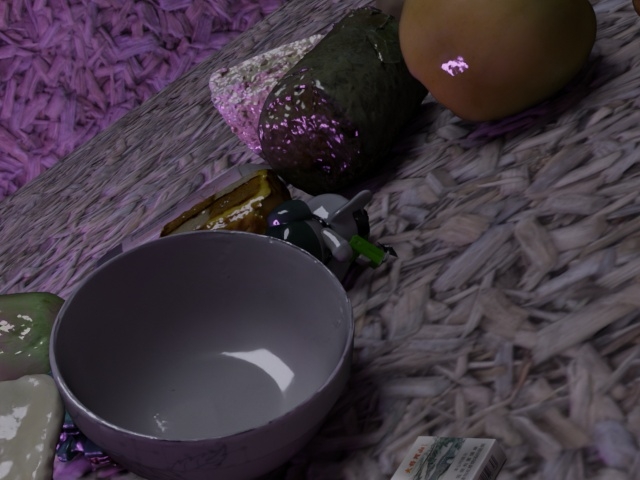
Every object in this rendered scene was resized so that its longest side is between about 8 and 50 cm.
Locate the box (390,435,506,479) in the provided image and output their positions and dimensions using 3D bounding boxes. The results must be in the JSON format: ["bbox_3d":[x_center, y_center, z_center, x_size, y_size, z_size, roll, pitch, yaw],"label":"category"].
[{"bbox_3d":[0.103,0.186,0.838,0.083,0.024,0.054,-10,33,46],"label":"box"}]

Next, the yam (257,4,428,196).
[{"bbox_3d":[0.042,-0.211,1.546,0.195,0.195,0.300,-16,27,38],"label":"yam"}]

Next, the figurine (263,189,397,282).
[{"bbox_3d":[0.000,0.000,1.260,0.147,0.126,0.192,-27,3,42],"label":"figurine"}]

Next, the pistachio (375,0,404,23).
[{"bbox_3d":[0.224,-0.478,1.878,0.226,0.207,0.332,7,-34,-46],"label":"pistachio"}]

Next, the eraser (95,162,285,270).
[{"bbox_3d":[-0.217,-0.031,1.714,0.352,0.061,0.089,-33,22,1],"label":"eraser"}]

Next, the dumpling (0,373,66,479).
[{"bbox_3d":[-0.369,0.320,0.962,0.395,0.233,0.315,-49,22,21],"label":"dumpling"}]

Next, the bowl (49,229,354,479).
[{"bbox_3d":[-0.109,0.131,1.014,0.287,0.143,0.287,-2,40,2],"label":"bowl"}]

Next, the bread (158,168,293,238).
[{"bbox_3d":[-0.141,-0.012,1.522,0.222,0.096,0.181,-29,19,11],"label":"bread"}]

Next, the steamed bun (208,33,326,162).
[{"bbox_3d":[-0.045,-0.238,1.764,0.226,0.200,0.170,-26,62,13],"label":"steamed bun"}]

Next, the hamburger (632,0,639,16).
[{"bbox_3d":[0.514,-0.366,1.259,0.319,0.158,0.318,-28,22,12],"label":"hamburger"}]

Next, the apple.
[{"bbox_3d":[0.237,-0.291,1.382,0.262,0.262,0.262,-29,22,13],"label":"apple"}]

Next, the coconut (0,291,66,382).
[{"bbox_3d":[-0.418,0.171,1.379,0.236,0.236,0.204,-42,-18,-21],"label":"coconut"}]

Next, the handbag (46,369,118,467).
[{"bbox_3d":[-0.203,0.159,1.245,0.269,0.100,0.274,-10,32,39],"label":"handbag"}]
